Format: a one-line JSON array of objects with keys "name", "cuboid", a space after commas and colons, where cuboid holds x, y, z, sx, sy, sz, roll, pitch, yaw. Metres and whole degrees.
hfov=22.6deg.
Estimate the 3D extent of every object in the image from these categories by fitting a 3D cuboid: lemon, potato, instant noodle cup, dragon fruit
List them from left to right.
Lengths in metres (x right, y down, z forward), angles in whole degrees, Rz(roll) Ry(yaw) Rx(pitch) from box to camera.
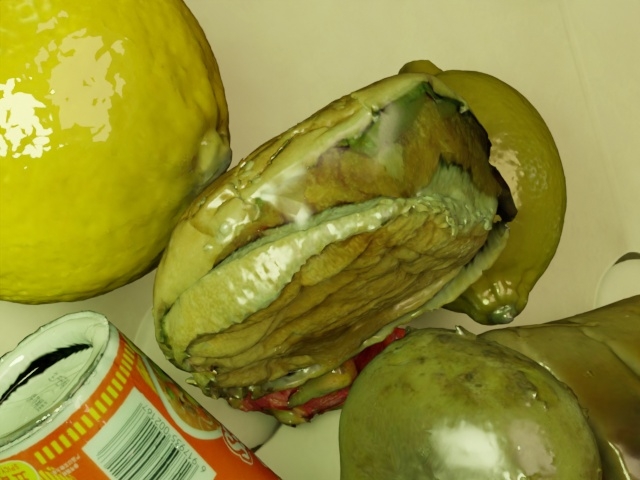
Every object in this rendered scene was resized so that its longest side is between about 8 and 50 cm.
[{"name": "lemon", "cuboid": [-0.202, -0.088, 1.131, 0.293, 0.293, 0.293, 13, 64, -29]}, {"name": "instant noodle cup", "cuboid": [-0.136, 0.168, 1.090, 0.212, 0.193, 0.193, 53, 50, -26]}, {"name": "dragon fruit", "cuboid": [0.010, 0.066, 1.299, 0.133, 0.207, 0.150, 58, 8, -12]}, {"name": "lemon", "cuboid": [0.122, -0.039, 1.381, 0.184, 0.184, 0.248, -5, 69, -35]}, {"name": "potato", "cuboid": [0.109, 0.218, 1.228, 0.173, 0.210, 0.307, -22, 122, -59]}]

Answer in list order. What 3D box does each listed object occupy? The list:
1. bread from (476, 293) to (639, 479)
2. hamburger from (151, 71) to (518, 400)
[{"name": "bread", "cuboid": [0.301, 0.191, 1.394, 0.341, 0.210, 0.301, -6, 77, -36]}, {"name": "hamburger", "cuboid": [0.002, -0.001, 1.109, 0.265, 0.285, 0.134, -26, 71, -3]}]
